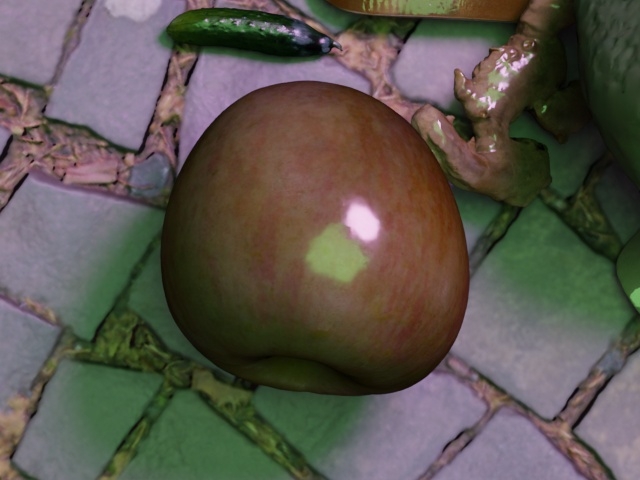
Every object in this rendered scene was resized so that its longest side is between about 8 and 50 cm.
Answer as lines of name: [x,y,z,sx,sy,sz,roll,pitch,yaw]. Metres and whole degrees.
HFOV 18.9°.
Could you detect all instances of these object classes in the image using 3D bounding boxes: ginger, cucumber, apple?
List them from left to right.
cucumber: [-0.055,-0.181,1.653,0.155,0.037,0.037,6,83,-7]
apple: [0.000,0.000,1.531,0.257,0.257,0.234,15,68,-6]
ginger: [0.191,-0.139,1.654,0.258,0.065,0.149,-51,127,-15]

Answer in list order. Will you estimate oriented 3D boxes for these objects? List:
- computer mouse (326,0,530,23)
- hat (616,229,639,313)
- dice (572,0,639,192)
computer mouse: [0.114,-0.251,1.675,0.245,0.056,0.126,3,84,-9]
hat: [0.333,-0.001,1.669,0.166,0.081,0.122,-33,86,0]
dice: [0.414,-0.180,1.518,0.330,0.318,0.322,30,50,-25]
